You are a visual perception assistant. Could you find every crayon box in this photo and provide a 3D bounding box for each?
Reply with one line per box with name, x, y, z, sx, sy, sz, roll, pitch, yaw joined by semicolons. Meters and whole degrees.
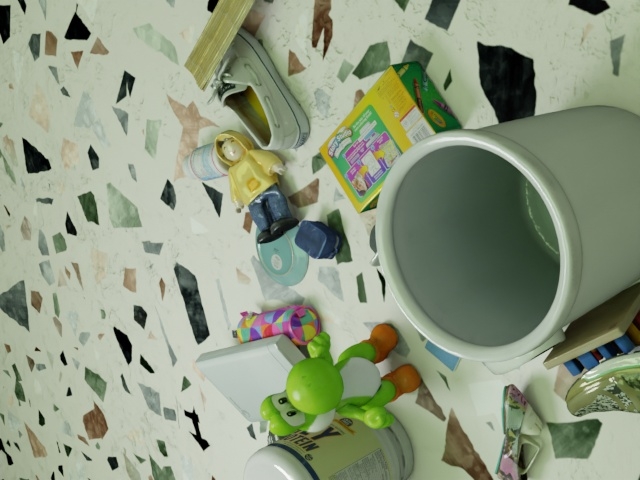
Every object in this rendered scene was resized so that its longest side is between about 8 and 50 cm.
crayon box;0.129;-0.197;1.671;0.278;0.081;0.165;-45;70;45

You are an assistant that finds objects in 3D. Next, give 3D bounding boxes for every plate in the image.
plate;-0.101;0.022;2.037;0.188;0.024;0.188;17;115;42

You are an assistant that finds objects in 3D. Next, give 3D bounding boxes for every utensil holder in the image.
utensil holder;0.331;-0.030;1.288;0.328;0.386;0.327;18;116;43

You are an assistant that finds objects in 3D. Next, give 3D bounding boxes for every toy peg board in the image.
toy peg board;0.472;0.160;1.384;0.079;0.161;0.161;50;136;1

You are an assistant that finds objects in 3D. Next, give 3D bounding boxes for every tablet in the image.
tablet;0.252;0.225;1.744;0.083;0.006;0.054;40;129;30

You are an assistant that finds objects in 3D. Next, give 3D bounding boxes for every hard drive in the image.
hard drive;-0.135;0.348;2.102;0.353;0.047;0.233;-19;116;49

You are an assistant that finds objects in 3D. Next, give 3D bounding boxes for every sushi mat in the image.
sushi mat;-0.204;-0.486;1.865;0.316;0.019;0.151;-57;36;19

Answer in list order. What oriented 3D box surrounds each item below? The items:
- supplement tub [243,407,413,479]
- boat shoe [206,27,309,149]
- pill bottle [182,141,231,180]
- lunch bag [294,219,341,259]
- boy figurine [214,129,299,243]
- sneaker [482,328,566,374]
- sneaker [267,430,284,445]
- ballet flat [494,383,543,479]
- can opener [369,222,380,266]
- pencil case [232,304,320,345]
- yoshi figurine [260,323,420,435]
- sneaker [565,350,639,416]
supplement tub;0.023;0.505;1.847;0.235;0.325;0.235;19;117;42
boat shoe;-0.186;-0.340;1.901;0.367;0.157;0.136;57;136;16
pill bottle;-0.269;-0.193;2.093;0.160;0.087;0.087;-8;98;48
lunch bag;0.000;0.000;1.892;0.098;0.065;0.067;39;113;33
boy figurine;-0.150;-0.141;1.972;0.177;0.092;0.285;-32;79;33
sneaker;0.288;0.099;1.488;0.236;0.130;0.323;61;174;4
sneaker;-0.024;0.556;2.098;0.130;0.109;0.286;-29;91;42
ballet flat;0.380;0.371;1.620;0.079;0.077;0.221;12;118;25
can opener;0.168;-0.048;1.688;0.093;0.074;0.280;54;135;20
pencil case;-0.108;0.210;2.057;0.236;0.104;0.104;-12;95;46
yoshi figurine;0.050;0.283;1.714;0.204;0.362;0.202;16;114;44
sneaker;0.552;0.251;1.260;0.410;0.158;0.182;-21;63;43
